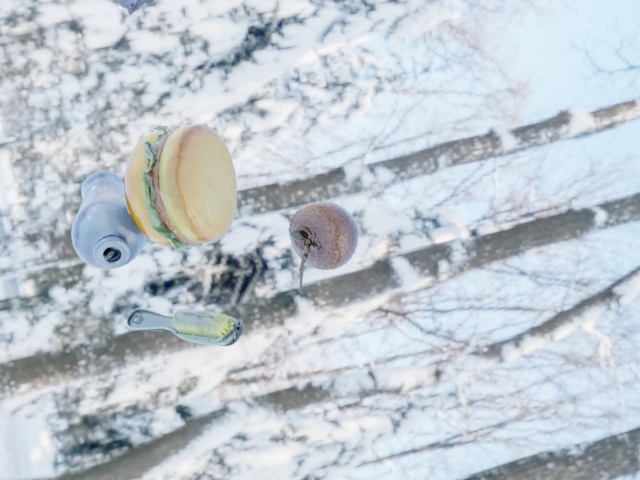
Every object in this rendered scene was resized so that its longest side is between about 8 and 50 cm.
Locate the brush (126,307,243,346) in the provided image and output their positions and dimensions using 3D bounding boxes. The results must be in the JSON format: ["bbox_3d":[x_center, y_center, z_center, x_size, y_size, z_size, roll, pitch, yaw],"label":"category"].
[{"bbox_3d":[-0.285,0.158,1.866,0.060,0.297,0.068,52,51,-44],"label":"brush"}]

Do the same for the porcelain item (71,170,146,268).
[{"bbox_3d":[-0.412,-0.039,1.834,0.259,0.141,0.141,-114,-162,-55],"label":"porcelain item"}]

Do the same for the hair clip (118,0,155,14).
[{"bbox_3d":[-0.217,-0.338,0.996,0.124,0.052,0.195,-6,-72,30],"label":"hair clip"}]

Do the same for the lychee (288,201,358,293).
[{"bbox_3d":[0.005,-0.003,1.378,0.114,0.101,0.140,63,14,3],"label":"lychee"}]

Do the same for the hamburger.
[{"bbox_3d":[-0.271,-0.098,1.748,0.246,0.170,0.245,-5,90,-65],"label":"hamburger"}]
